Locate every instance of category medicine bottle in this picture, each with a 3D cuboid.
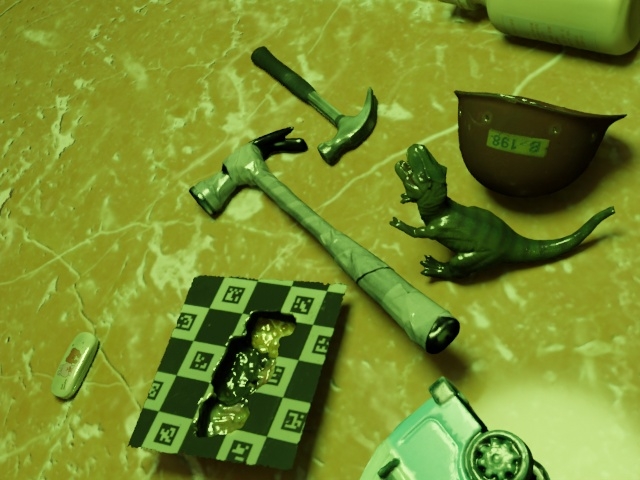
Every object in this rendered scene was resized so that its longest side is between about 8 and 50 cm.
[{"bbox_3d":[0.252,-0.293,0.984,0.252,0.114,0.114,21,70,32],"label":"medicine bottle"}]

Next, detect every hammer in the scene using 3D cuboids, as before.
[{"bbox_3d":[-0.017,-0.198,1.096,0.103,0.029,0.246,-40,52,-4],"label":"hammer"},{"bbox_3d":[0.000,-0.001,0.925,0.152,0.044,0.427,-39,45,-6],"label":"hammer"}]

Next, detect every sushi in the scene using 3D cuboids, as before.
[{"bbox_3d":[-0.079,0.142,0.895,0.192,0.050,0.215,2,53,24],"label":"sushi"}]

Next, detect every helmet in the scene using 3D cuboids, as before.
[{"bbox_3d":[0.220,-0.097,0.876,0.175,0.155,0.106,7,102,10],"label":"helmet"}]

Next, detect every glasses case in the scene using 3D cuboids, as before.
[{"bbox_3d":[-0.293,0.148,1.002,0.032,0.021,0.083,10,65,27],"label":"glasses case"}]

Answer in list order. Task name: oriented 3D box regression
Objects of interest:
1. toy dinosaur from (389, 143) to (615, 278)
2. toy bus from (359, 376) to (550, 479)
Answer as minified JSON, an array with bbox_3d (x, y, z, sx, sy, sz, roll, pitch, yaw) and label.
[{"bbox_3d":[0.164,-0.020,0.829,0.179,0.187,0.087,-12,53,49],"label":"toy dinosaur"},{"bbox_3d":[0.141,0.262,0.675,0.165,0.133,0.271,-40,55,1],"label":"toy bus"}]
